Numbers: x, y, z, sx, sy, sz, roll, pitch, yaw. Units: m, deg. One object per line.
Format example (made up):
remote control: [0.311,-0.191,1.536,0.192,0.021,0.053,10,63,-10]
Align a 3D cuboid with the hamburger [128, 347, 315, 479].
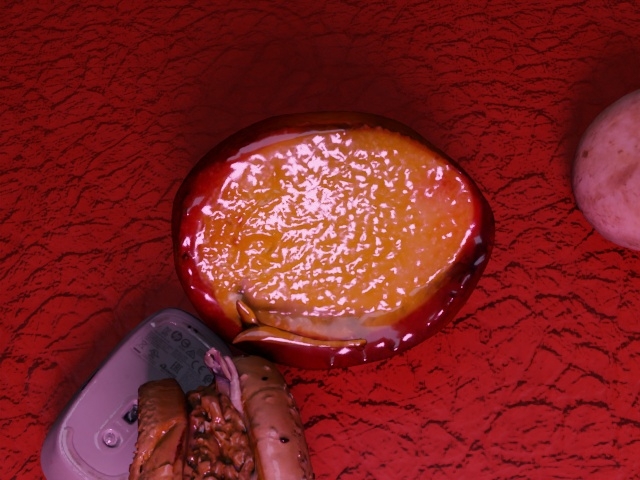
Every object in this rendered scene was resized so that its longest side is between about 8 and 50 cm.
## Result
hamburger: [-0.109,0.283,0.832,0.195,0.277,0.318,-6,68,-14]

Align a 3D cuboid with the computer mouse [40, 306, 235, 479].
computer mouse: [-0.243,0.227,1.015,0.159,0.097,0.288,37,57,3]

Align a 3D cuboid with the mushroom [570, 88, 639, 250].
mushroom: [0.473,-0.092,1.109,0.189,0.195,0.254,-16,56,37]

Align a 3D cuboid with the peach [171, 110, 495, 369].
peach: [0.012,-0.002,1.004,0.406,0.310,0.335,-7,93,-6]
